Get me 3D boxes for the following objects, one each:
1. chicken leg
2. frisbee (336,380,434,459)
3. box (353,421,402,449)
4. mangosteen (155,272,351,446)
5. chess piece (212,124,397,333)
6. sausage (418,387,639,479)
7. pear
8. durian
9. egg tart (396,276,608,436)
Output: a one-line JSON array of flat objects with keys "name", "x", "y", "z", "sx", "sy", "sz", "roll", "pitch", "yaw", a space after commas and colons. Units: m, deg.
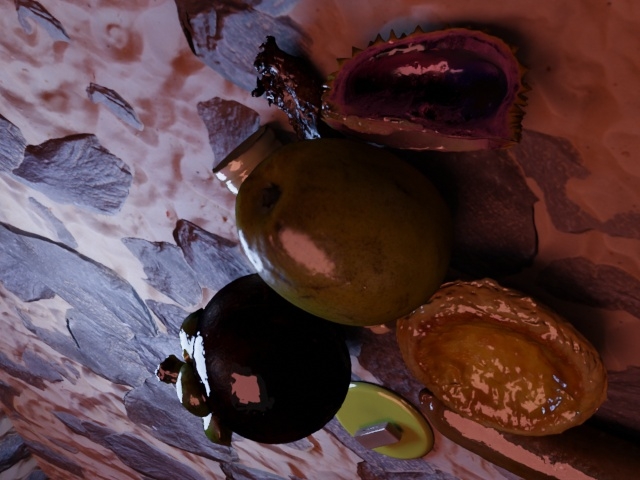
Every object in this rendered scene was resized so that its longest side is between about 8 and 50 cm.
[{"name": "chicken leg", "x": -0.025, "y": -0.184, "z": 1.044, "sx": 0.105, "sy": 0.063, "sz": 0.234, "roll": -12, "pitch": 121, "yaw": 49}, {"name": "frisbee", "x": 0.125, "y": 0.378, "z": 1.513, "sx": 0.235, "sy": 0.017, "sz": 0.236, "roll": 21, "pitch": 138, "yaw": 20}, {"name": "box", "x": 0.119, "y": 0.405, "z": 1.510, "sx": 0.048, "sy": 0.025, "sz": 0.115, "roll": 41, "pitch": 141, "yaw": -12}, {"name": "mangosteen", "x": -0.100, "y": 0.218, "z": 1.296, "sx": 0.329, "sy": 0.330, "sz": 0.330, "roll": 21, "pitch": 138, "yaw": 20}, {"name": "chess piece", "x": 0.000, "y": 0.000, "z": 1.172, "sx": 0.397, "sy": 0.117, "sz": 0.117, "roll": 49, "pitch": 140, "yaw": -16}, {"name": "sausage", "x": 0.397, "y": 0.350, "z": 1.191, "sx": 0.500, "sy": 0.123, "sz": 0.136, "roll": 19, "pitch": 168, "yaw": 24}, {"name": "pear", "x": 0.040, "y": -0.013, "z": 0.984, "sx": 0.252, "sy": 0.253, "sz": 0.307, "roll": -12, "pitch": 150, "yaw": 43}, {"name": "durian", "x": 0.134, "y": -0.165, "z": 0.897, "sx": 0.260, "sy": 0.154, "sz": 0.186, "roll": 18, "pitch": 159, "yaw": 18}, {"name": "egg tart", "x": 0.272, "y": 0.157, "z": 1.096, "sx": 0.318, "sy": 0.128, "sz": 0.319, "roll": 17, "pitch": 137, "yaw": 17}]
